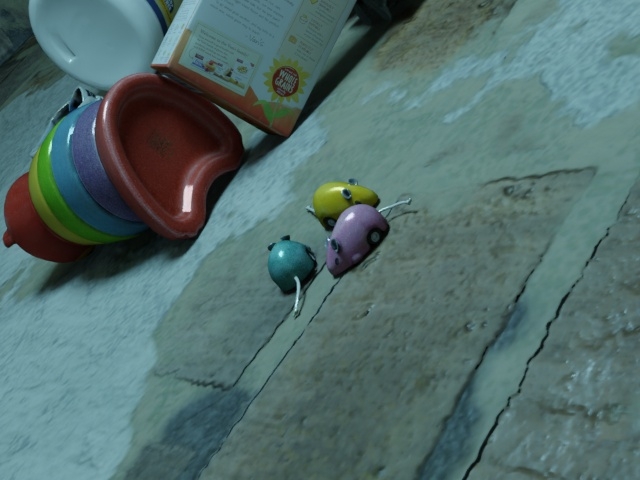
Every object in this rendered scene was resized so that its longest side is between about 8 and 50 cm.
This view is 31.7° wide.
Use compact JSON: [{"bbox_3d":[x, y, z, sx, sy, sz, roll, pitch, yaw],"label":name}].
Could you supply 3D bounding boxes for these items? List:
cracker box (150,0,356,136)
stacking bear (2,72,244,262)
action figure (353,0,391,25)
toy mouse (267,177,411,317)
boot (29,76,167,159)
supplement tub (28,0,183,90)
[{"bbox_3d":[-0.056,-0.248,1.193,0.232,0.155,0.067,-63,27,-3],"label":"cracker box"},{"bbox_3d":[-0.252,-0.059,1.260,0.289,0.164,0.175,-25,29,43],"label":"stacking bear"},{"bbox_3d":[0.121,-0.346,1.284,0.232,0.063,0.137,-51,24,-12],"label":"action figure"},{"bbox_3d":[0.000,0.000,0.919,0.161,0.031,0.143,-12,37,48],"label":"toy mouse"},{"bbox_3d":[-0.269,-0.163,1.484,0.095,0.123,0.258,-12,37,48],"label":"boot"},{"bbox_3d":[-0.309,-0.420,1.849,0.228,0.228,0.316,-21,32,39],"label":"supplement tub"}]
